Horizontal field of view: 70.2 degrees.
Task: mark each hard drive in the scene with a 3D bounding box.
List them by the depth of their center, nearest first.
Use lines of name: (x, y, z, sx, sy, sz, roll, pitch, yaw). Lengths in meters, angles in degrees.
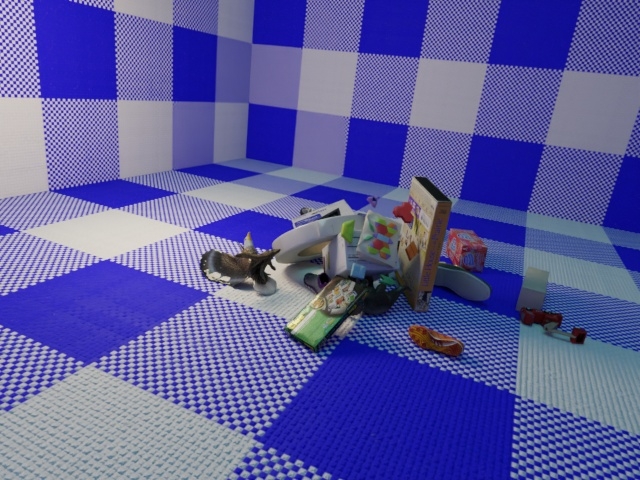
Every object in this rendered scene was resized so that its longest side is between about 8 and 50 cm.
hard drive: (-0.027, -0.043, 2.009, 0.254, 0.054, 0.172, -31, -8, -19)

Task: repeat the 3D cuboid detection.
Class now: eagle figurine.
eagle figurine: (-0.282, 0.081, 1.714, 0.226, 0.225, 0.298, 41, -34, -27)

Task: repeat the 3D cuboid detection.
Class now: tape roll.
tape roll: (0.000, 0.000, 1.808, 0.391, 0.072, 0.392, -15, -13, -4)

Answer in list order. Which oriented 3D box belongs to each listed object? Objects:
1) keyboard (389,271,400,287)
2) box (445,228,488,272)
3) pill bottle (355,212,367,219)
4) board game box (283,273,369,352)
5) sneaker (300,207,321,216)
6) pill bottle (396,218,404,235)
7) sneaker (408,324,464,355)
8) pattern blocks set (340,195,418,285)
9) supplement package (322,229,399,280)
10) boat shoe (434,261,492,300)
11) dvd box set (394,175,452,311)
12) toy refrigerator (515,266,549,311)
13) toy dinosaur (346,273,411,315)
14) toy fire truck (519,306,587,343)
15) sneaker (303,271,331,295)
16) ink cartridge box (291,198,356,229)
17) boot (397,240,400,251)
keyboard: (0.308, 0.160, 1.883, 0.072, 0.014, 0.256, -9, 23, -26)
box: (0.691, 0.043, 2.172, 0.122, 0.128, 0.257, 7, 19, 0)
pill bottle: (0.221, -0.087, 2.417, 0.186, 0.112, 0.112, 14, 20, 20)
board game box: (0.021, 0.217, 1.402, 0.136, 0.030, 0.259, 25, 55, 37)
sneaker: (0.004, -0.130, 2.539, 0.228, 0.086, 0.132, 21, 16, 9)
pill bottle: (0.519, -0.074, 2.467, 0.215, 0.121, 0.121, -1, 20, -21)
sneaker: (0.354, 0.310, 1.404, 0.174, 0.064, 0.067, 21, 3, 24)
pattern blocks set: (0.209, -0.006, 1.581, 0.284, 0.325, 0.026, 8, -22, -14)
supplement package: (0.140, 0.068, 1.696, 0.203, 0.145, 0.262, 1, -17, -17)
boat shoe: (0.552, 0.154, 1.829, 0.091, 0.109, 0.304, -17, 26, -41)
dvd box set: (0.369, 0.005, 1.687, 0.062, 0.421, 0.308, 4, 22, -6)
toy refrigerator: (0.850, 0.198, 1.811, 0.094, 0.103, 0.269, 15, 20, 25)
toy dinosaur: (0.171, 0.194, 1.581, 0.313, 0.161, 0.121, 10, -21, -30)
toy fire truck: (0.809, 0.295, 1.596, 0.191, 0.047, 0.135, 9, 20, 9)
sneaker: (0.003, 0.147, 1.676, 0.083, 0.098, 0.223, -2, 21, -24)
ink cartridge box: (0.021, -0.086, 2.255, 0.303, 0.072, 0.307, -21, 21, -2)
boot: (0.329, 0.055, 2.069, 0.219, 0.106, 0.082, 19, 26, 18)
